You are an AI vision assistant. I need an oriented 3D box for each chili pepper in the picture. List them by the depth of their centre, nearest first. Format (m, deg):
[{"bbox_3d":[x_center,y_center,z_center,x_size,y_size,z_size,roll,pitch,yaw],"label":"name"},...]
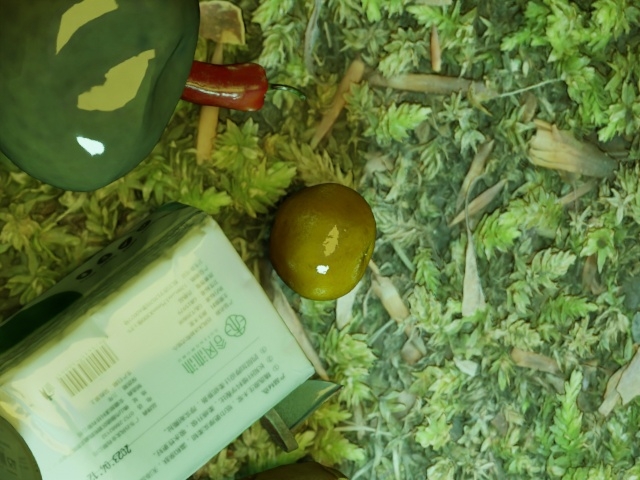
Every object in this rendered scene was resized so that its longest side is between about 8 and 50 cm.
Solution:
[{"bbox_3d":[-0.148,-0.207,1.594,0.272,0.071,0.063,9,130,-19],"label":"chili pepper"}]

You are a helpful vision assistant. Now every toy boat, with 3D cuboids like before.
[{"bbox_3d":[-0.027,0.222,1.713,0.122,0.034,0.096,-41,110,-25],"label":"toy boat"}]

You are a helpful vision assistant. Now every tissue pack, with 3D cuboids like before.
[{"bbox_3d":[-0.228,0.159,1.519,0.356,0.194,0.266,-38,109,-16],"label":"tissue pack"}]

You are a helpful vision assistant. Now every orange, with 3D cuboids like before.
[{"bbox_3d":[0.000,0.000,1.639,0.136,0.159,0.159,18,87,15],"label":"orange"}]

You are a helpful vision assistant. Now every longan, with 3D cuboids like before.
[{"bbox_3d":[-0.278,-0.230,1.412,0.288,0.288,0.350,3,101,-25],"label":"longan"}]

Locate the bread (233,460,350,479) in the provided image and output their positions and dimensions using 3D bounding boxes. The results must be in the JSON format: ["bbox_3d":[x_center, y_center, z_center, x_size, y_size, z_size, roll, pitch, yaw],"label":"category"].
[{"bbox_3d":[-0.105,0.396,1.603,0.344,0.195,0.148,-17,122,-23],"label":"bread"}]

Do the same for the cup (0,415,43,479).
[{"bbox_3d":[-0.413,0.319,1.348,0.257,0.227,0.301,-32,143,9],"label":"cup"}]
